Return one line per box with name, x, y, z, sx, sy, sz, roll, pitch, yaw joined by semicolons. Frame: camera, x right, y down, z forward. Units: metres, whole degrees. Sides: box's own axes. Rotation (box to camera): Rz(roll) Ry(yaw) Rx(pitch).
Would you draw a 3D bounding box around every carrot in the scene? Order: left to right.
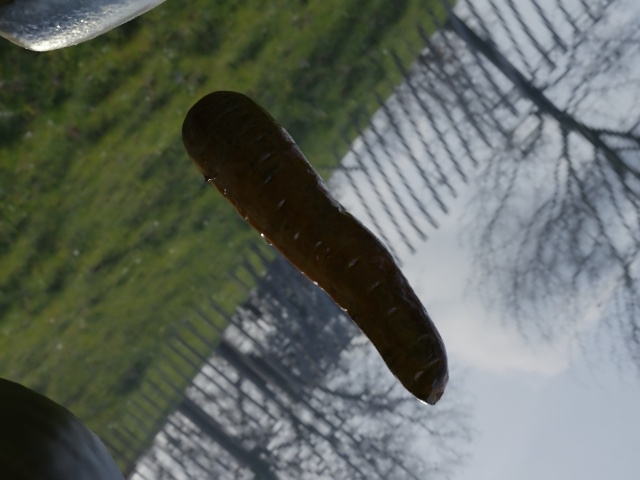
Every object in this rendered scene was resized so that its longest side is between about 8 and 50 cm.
carrot;0.000;0.000;0.559;0.047;0.191;0.047;-36;159;-16

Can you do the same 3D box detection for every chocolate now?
chocolate;-0.172;-0.256;1.060;0.185;0.100;0.303;-19;-156;18

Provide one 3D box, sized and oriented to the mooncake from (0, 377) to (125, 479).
mooncake;-0.291;0.250;0.909;0.284;0.284;0.155;-46;179;12
